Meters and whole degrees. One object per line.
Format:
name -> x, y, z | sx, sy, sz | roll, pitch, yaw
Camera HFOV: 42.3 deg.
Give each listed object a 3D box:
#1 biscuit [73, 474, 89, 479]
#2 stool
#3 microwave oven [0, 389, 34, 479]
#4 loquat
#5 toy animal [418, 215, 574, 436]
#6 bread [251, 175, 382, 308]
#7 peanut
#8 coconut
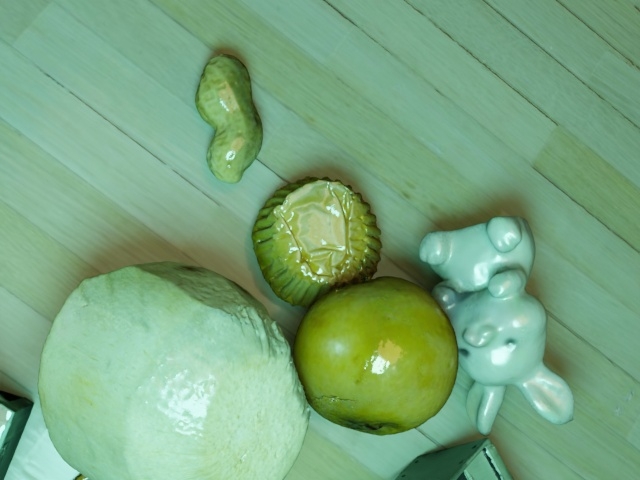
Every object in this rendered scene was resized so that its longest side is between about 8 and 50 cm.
biscuit -> -0.347, 0.437, 1.327 | 0.224, 0.033, 0.144 | -44, 92, -18
stool -> 0.213, 0.499, 1.331 | 0.269, 0.170, 0.244 | -29, 89, -49
microwave oven -> -0.539, 0.303, 1.164 | 0.181, 0.295, 0.238 | 22, 77, -10
loquat -> 0.086, 0.182, 1.291 | 0.263, 0.263, 0.263 | 2, 81, -14
toy animal -> 0.310, 0.142, 1.431 | 0.241, 0.196, 0.368 | 20, 58, -53
bread -> 0.000, 0.003, 1.427 | 0.240, 0.139, 0.240 | 1, 84, -13
peanut -> -0.158, -0.213, 1.445 | 0.103, 0.098, 0.229 | -15, 82, 26
coconut -> -0.219, 0.205, 1.227 | 0.344, 0.415, 0.415 | -27, 88, -37
